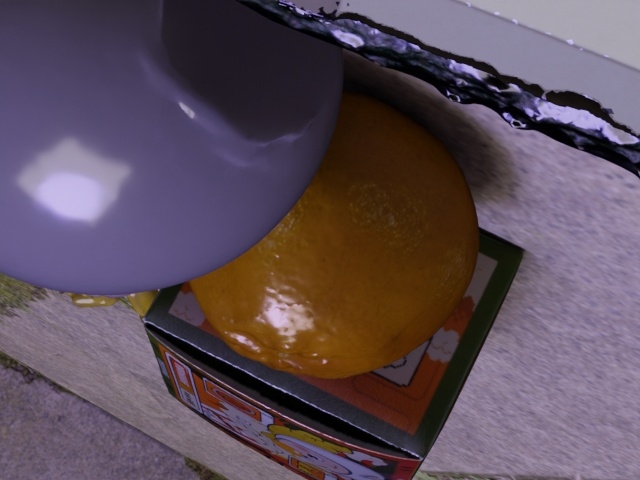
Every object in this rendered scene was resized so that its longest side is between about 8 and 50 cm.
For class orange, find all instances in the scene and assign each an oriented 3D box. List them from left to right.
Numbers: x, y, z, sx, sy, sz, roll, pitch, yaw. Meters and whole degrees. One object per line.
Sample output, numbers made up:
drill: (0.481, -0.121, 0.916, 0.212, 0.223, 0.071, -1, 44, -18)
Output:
orange: (0.000, 0.000, 0.784, 0.159, 0.136, 0.159, 18, 159, 7)

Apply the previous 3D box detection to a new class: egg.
egg: (-0.094, -0.062, 0.664, 0.176, 0.176, 0.232, 35, 148, -24)

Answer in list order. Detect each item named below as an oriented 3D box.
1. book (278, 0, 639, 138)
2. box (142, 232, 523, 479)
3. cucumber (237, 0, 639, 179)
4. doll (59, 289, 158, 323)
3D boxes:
book: (0.097, -0.095, 0.401, 0.231, 0.026, 0.157, 24, 130, 13)
box: (0.004, 0.057, 0.954, 0.177, 0.148, 0.195, 25, 165, 5)
cucumber: (0.074, -0.069, 0.498, 0.303, 0.081, 0.072, 28, 132, 11)
doll: (-0.190, -0.041, 1.078, 0.160, 0.094, 0.365, 18, 163, 24)
